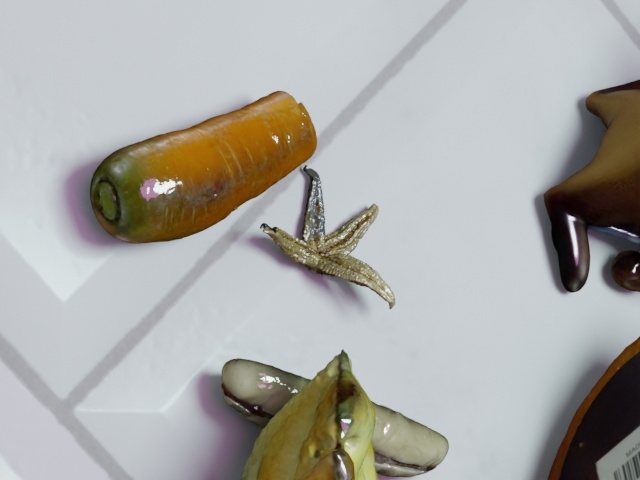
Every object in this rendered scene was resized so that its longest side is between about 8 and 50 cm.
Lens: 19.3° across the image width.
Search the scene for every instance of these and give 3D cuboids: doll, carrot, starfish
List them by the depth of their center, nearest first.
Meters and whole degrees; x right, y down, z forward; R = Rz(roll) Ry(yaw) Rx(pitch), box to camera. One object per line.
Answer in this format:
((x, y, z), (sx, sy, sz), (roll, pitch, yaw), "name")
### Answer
((-0.088, -0.054, 1.471), (0.193, 0.087, 0.087), (-21, 91, -35), "carrot")
((-0.003, 0.002, 1.533), (0.130, 0.041, 0.133), (6, 51, -34), "starfish")
((0.389, -0.047, 1.696), (0.340, 0.209, 0.318), (28, 100, -21), "doll")

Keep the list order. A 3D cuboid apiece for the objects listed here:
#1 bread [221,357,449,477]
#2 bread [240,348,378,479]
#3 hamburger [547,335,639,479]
((0.012, 0.147, 1.493), (0.214, 0.073, 0.053), (24, 70, -26), "bread")
((-0.009, 0.216, 1.409), (0.174, 0.133, 0.251), (-84, 164, -47), "bread")
((0.353, 0.232, 1.529), (0.250, 0.330, 0.330), (28, 68, -24), "hamburger")
